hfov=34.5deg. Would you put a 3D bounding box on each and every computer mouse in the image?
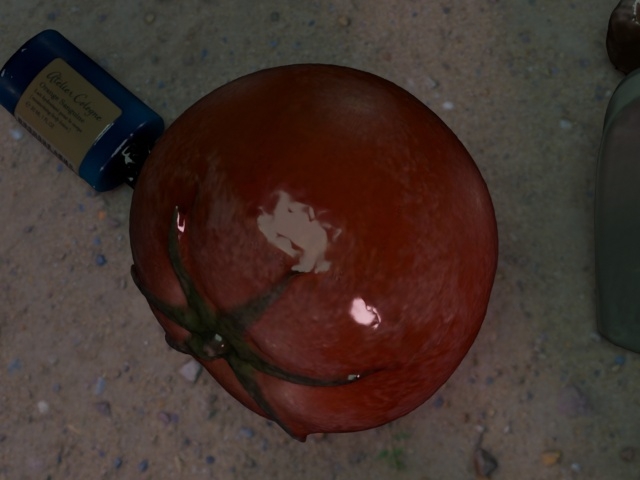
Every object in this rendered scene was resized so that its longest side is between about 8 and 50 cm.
[{"bbox_3d":[0.270,-0.021,0.769,0.128,0.079,0.230,6,105,28],"label":"computer mouse"}]

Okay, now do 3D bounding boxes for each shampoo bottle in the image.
[{"bbox_3d":[-0.207,-0.108,0.918,0.183,0.050,0.087,40,83,18],"label":"shampoo bottle"}]

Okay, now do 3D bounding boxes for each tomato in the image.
[{"bbox_3d":[0.000,0.000,0.742,0.265,0.265,0.264,-3,75,11],"label":"tomato"}]

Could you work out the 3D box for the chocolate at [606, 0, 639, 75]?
[{"bbox_3d":[0.342,-0.151,0.795,0.214,0.093,0.148,38,87,18],"label":"chocolate"}]
